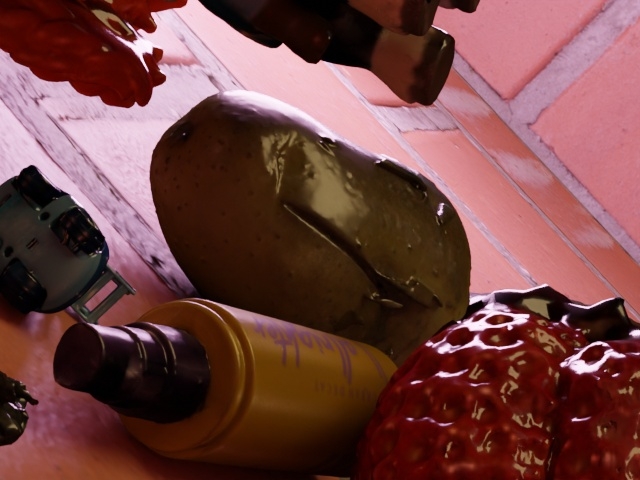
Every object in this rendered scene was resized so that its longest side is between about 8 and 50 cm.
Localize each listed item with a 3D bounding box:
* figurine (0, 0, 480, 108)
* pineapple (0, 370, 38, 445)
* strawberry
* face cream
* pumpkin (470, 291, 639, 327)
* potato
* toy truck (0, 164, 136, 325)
[{"bbox_3d":[-0.098,-0.197,0.915,0.412,0.241,0.306,19,1,41],"label":"figurine"},{"bbox_3d":[-0.169,0.017,0.662,0.159,0.074,0.074,55,15,9],"label":"pineapple"},{"bbox_3d":[0.139,0.168,0.856,0.288,0.250,0.238,-80,163,-48],"label":"strawberry"},{"bbox_3d":[-0.044,0.073,0.843,0.078,0.078,0.273,52,15,25],"label":"face cream"},{"bbox_3d":[0.129,0.079,1.177,0.111,0.163,0.278,36,15,-41],"label":"pumpkin"},{"bbox_3d":[0.000,0.000,1.054,0.248,0.143,0.169,36,6,-35],"label":"potato"},{"bbox_3d":[-0.129,0.009,0.839,0.073,0.056,0.090,46,-1,27],"label":"toy truck"}]
